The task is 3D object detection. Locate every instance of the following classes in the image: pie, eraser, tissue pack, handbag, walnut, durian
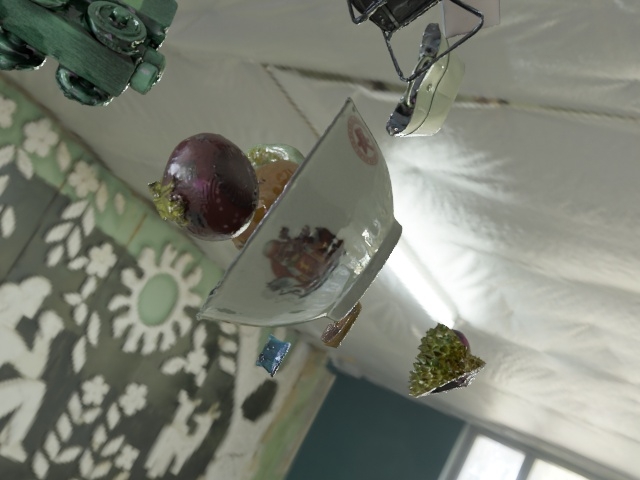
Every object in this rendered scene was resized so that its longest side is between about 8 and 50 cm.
[{"bbox_3d":[-0.093,-0.073,1.718,0.240,0.240,0.054,14,15,41],"label":"pie"},{"bbox_3d":[0.257,-0.422,1.553,0.104,0.023,0.150,-15,-41,0],"label":"eraser"},{"bbox_3d":[-0.113,0.258,2.047,0.028,0.085,0.138,29,-8,-23],"label":"tissue pack"},{"bbox_3d":[0.204,-0.329,1.898,0.109,0.241,0.315,24,9,19],"label":"handbag"},{"bbox_3d":[-0.068,-0.047,1.516,0.167,0.207,0.167,18,-48,22],"label":"walnut"},{"bbox_3d":[0.191,0.198,1.515,0.119,0.108,0.186,-15,-17,-6],"label":"durian"}]

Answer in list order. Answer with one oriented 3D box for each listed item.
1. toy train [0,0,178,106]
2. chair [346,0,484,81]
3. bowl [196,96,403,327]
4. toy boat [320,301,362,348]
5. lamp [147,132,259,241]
[{"bbox_3d":[-0.372,-0.339,1.382,0.299,0.238,0.167,28,-54,-17],"label":"toy train"},{"bbox_3d":[0.109,-0.361,1.301,0.140,0.145,0.221,43,16,-39],"label":"chair"},{"bbox_3d":[0.000,0.000,1.139,0.157,0.337,0.337,35,-16,-3],"label":"bowl"},{"bbox_3d":[0.054,0.191,2.176,0.049,0.149,0.047,35,-12,-10],"label":"toy boat"},{"bbox_3d":[-0.165,-0.072,1.284,0.135,0.156,0.157,-18,-37,33],"label":"lamp"}]
